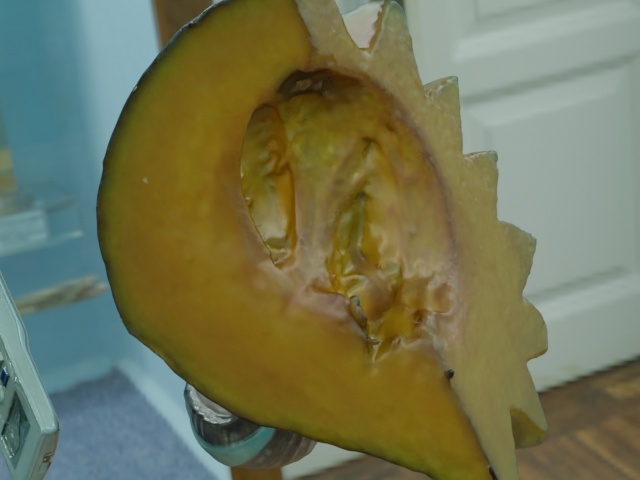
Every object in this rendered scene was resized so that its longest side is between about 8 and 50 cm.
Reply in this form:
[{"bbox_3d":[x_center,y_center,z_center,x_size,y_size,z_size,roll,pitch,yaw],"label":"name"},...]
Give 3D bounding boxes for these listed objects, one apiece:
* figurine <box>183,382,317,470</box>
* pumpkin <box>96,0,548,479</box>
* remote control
[{"bbox_3d":[-0.035,0.047,1.066,0.110,0.245,0.138,10,24,-4],"label":"figurine"},{"bbox_3d":[0.000,0.000,0.677,0.149,0.254,0.130,-18,20,26],"label":"pumpkin"},{"bbox_3d":[-0.197,0.080,0.939,0.029,0.061,0.162,-3,44,-32],"label":"remote control"}]
